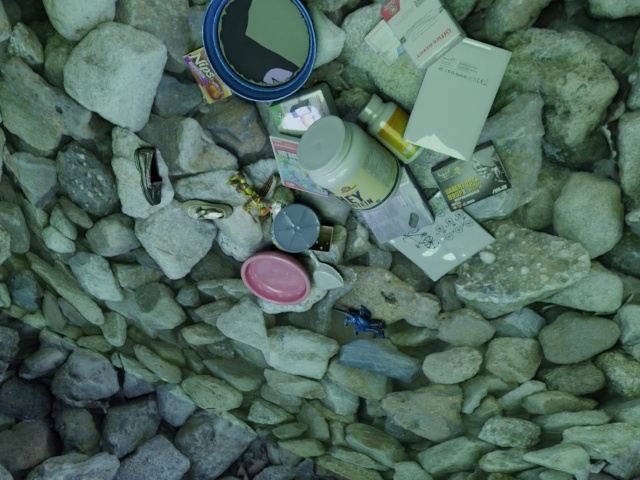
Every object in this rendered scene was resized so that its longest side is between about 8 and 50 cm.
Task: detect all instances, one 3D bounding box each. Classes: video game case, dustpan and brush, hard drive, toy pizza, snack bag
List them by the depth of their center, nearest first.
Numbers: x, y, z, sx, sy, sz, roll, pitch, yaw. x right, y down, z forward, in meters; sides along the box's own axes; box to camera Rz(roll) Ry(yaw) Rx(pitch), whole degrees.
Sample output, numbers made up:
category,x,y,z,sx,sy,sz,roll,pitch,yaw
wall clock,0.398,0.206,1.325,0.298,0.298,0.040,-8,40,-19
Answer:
category,x,y,z,sx,sy,sz,roll,pitch,yaw
hard drive,0.432,-0.458,1.579,0.233,0.047,0.353,18,105,2
video game case,-0.073,-0.282,1.861,0.204,0.025,0.285,16,151,17
snack bag,0.472,-0.006,1.994,0.323,0.037,0.342,38,127,-14
toy pizza,-0.101,-0.051,2.002,0.201,0.032,0.201,-3,103,-14
dustpan and brush,0.003,0.131,2.222,0.147,0.060,0.211,-15,128,40

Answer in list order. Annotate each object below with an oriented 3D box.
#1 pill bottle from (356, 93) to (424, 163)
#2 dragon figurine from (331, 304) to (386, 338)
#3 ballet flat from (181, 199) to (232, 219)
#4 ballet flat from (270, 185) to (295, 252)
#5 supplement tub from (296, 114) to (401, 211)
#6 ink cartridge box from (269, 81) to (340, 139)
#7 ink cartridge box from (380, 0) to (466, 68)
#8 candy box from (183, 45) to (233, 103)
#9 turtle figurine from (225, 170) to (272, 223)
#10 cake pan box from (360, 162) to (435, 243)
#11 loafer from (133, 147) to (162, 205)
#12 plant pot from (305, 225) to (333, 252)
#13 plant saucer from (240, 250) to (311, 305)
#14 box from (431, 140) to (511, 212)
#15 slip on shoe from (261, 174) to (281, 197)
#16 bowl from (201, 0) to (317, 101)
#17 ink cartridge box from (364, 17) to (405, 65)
category,x,y,z,sx,sy,sz,roll,pitch,yaw
pill bottle,0.249,-0.391,1.704,0.245,0.136,0.136,36,127,-12
dragon figurine,0.189,0.368,2.319,0.144,0.085,0.289,-31,113,32
ballet flat,-0.509,-0.126,2.149,0.248,0.086,0.086,3,126,14
ballet flat,-0.165,-0.063,2.079,0.123,0.123,0.349,9,128,9
supplement tub,0.100,-0.255,1.663,0.235,0.235,0.325,-27,145,31
ink cartridge box,-0.054,-0.456,1.770,0.212,0.093,0.154,-12,121,22
ink cartridge box,0.310,-0.651,1.477,0.158,0.092,0.218,-34,87,33
candy box,-0.399,-0.605,1.780,0.109,0.053,0.187,-13,123,23
turtle figurine,-0.282,-0.182,2.019,0.217,0.087,0.269,51,161,-13
cake pan box,0.276,-0.143,1.902,0.245,0.070,0.267,-26,105,28
loafer,-0.719,-0.267,2.099,0.084,0.096,0.268,0,124,9
plant pot,0.000,0.000,2.078,0.109,0.109,0.096,7,170,10
plant saucer,-0.197,0.163,2.258,0.332,0.084,0.332,9,134,10
box,0.543,-0.228,1.776,0.231,0.056,0.183,-23,114,22
slip on shoe,-0.203,-0.223,2.017,0.135,0.041,0.051,-53,55,46
bowl,-0.199,-0.669,1.651,0.391,0.077,0.391,6,126,8
ink cartridge box,0.213,-0.641,1.582,0.122,0.052,0.088,41,125,-17
